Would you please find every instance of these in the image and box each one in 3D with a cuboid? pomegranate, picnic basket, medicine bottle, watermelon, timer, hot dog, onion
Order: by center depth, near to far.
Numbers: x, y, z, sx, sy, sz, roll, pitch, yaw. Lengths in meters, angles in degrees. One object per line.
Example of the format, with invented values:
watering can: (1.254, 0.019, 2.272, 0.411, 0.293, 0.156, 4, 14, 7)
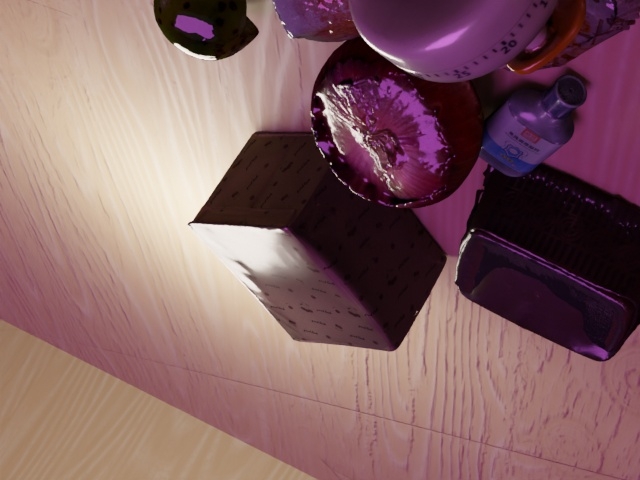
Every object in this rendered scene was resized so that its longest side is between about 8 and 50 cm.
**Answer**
timer: (0.125, -0.284, 1.501, 0.233, 0.234, 0.240, 6, 165, 44)
hot dog: (0.247, -0.252, 1.632, 0.131, 0.069, 0.252, 51, 148, -17)
watermelon: (0.052, -0.288, 1.740, 0.241, 0.094, 0.154, 4, 126, 29)
medicine bottle: (0.259, -0.142, 1.833, 0.090, 0.054, 0.208, 34, 155, -5)
onion: (0.097, -0.156, 1.872, 0.248, 0.161, 0.248, 18, 145, 13)
pomegranate: (-0.153, -0.305, 1.928, 0.143, 0.122, 0.169, 55, 166, 21)
picnic basket: (0.315, 0.034, 1.972, 0.296, 0.129, 0.222, 26, 143, 11)

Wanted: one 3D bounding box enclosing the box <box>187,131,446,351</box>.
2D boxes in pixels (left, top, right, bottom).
box: (0.000, 0.000, 2.243, 0.225, 0.190, 0.297, 4, 145, 45)
